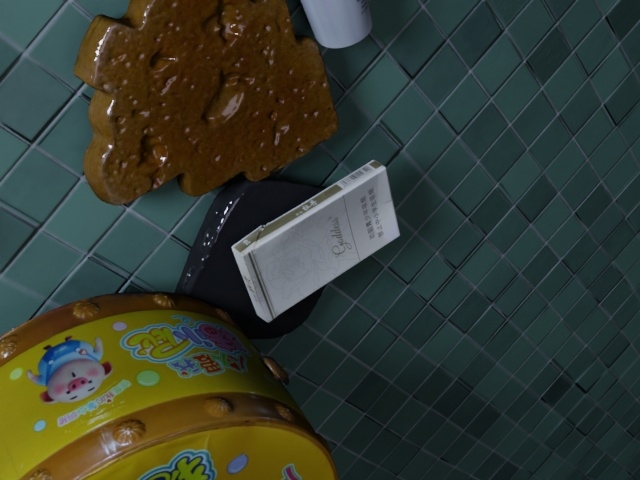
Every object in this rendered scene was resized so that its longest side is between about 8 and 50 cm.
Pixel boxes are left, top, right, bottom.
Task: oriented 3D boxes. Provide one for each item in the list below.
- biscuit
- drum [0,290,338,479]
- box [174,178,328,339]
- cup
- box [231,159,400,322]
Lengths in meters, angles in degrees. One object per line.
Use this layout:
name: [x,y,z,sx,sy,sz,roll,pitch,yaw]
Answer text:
biscuit: [-0.101,-0.144,0.873,0.302,0.043,0.278,16,107,-44]
drum: [-0.203,0.273,0.933,0.431,0.214,0.431,-20,133,-23]
box: [-0.063,0.025,1.022,0.201,0.042,0.212,7,116,-40]
cup: [0.017,-0.264,0.869,0.104,0.074,0.116,-60,147,-29]
box: [0.000,0.000,0.999,0.198,0.029,0.109,-32,132,-18]
